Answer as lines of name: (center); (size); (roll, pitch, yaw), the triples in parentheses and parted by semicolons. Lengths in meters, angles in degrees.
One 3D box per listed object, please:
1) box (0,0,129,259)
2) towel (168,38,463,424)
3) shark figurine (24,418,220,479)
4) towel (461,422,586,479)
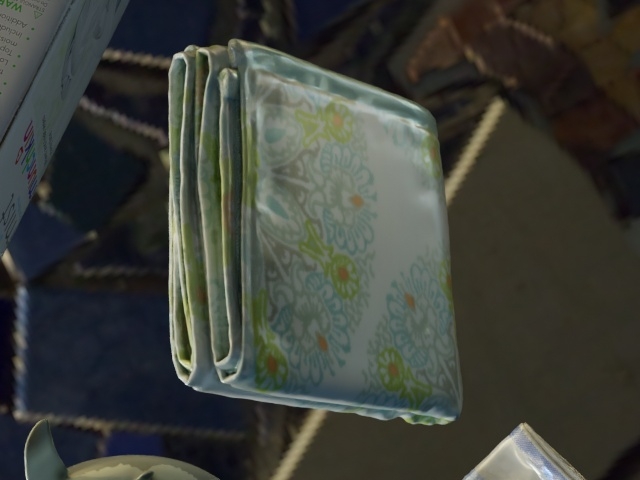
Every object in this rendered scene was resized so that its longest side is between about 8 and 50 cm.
box: (-0.247, -0.143, 0.929); (0.127, 0.262, 0.231); (105, 6, -69)
towel: (0.000, 0.000, 1.644); (0.090, 0.320, 0.374); (-12, 164, 37)
shark figurine: (-0.160, 0.220, 1.531); (0.278, 0.166, 0.116); (-3, -172, -6)
towel: (0.194, 0.359, 1.905); (0.285, 0.209, 0.034); (-45, 154, 1)
